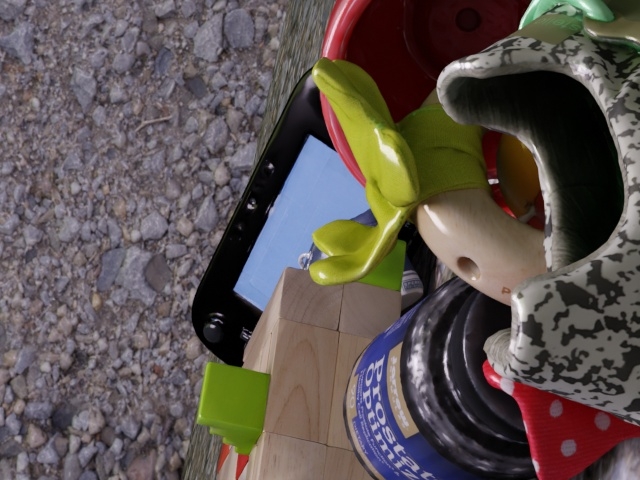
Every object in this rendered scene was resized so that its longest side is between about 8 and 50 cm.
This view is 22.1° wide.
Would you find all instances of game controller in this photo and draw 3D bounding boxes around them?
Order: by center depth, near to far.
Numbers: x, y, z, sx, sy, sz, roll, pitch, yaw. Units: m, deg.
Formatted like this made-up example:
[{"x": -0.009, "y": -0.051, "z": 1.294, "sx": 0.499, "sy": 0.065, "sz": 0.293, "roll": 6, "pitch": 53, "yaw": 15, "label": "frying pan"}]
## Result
[{"x": 0.000, "y": 0.000, "z": 1.474, "sx": 0.067, "sy": 0.166, "sz": 0.319, "roll": -16, "pitch": -41, "yaw": -54, "label": "game controller"}]

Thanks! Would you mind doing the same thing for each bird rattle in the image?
[{"x": 0.114, "y": -0.020, "z": 0.795, "sx": 0.207, "sy": 0.253, "sz": 0.143, "roll": -42, "pitch": -33, "yaw": -28, "label": "bird rattle"}]

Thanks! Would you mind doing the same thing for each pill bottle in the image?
[{"x": 0.095, "y": 0.083, "z": 0.952, "sx": 0.219, "sy": 0.123, "sz": 0.123, "roll": 129, "pitch": 153, "yaw": -70, "label": "pill bottle"}]

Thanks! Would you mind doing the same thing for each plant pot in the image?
[{"x": 0.098, "y": -0.120, "z": 1.038, "sx": 0.174, "sy": 0.191, "sz": 0.191, "roll": -80, "pitch": 6, "yaw": -69, "label": "plant pot"}]

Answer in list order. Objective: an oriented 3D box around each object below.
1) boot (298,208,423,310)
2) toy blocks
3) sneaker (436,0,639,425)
[{"x": 0.001, "y": 0.048, "z": 1.433, "sx": 0.190, "sy": 0.069, "sz": 0.086, "roll": -31, "pitch": 71, "yaw": 27, "label": "boot"}, {"x": -0.028, "y": 0.214, "z": 1.294, "sx": 0.261, "sy": 0.191, "sz": 0.381, "roll": 116, "pitch": 164, "yaw": -55, "label": "toy blocks"}, {"x": 0.145, "y": -0.082, "z": 0.696, "sx": 0.158, "sy": 0.182, "sz": 0.410, "roll": 113, "pitch": 167, "yaw": -47, "label": "sneaker"}]
